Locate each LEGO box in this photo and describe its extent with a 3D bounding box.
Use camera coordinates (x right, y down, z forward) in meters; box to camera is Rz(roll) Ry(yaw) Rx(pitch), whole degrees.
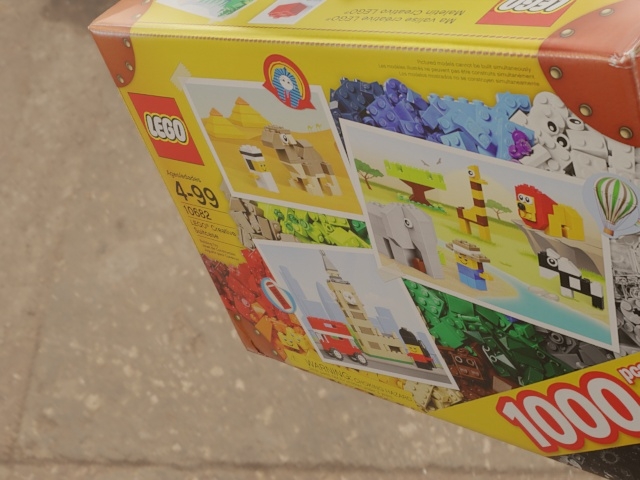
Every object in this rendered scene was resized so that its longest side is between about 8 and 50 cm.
[{"bbox_3d":[0.100,-0.046,0.849,0.500,0.373,0.193,13,46,44],"label":"LEGO box"}]
